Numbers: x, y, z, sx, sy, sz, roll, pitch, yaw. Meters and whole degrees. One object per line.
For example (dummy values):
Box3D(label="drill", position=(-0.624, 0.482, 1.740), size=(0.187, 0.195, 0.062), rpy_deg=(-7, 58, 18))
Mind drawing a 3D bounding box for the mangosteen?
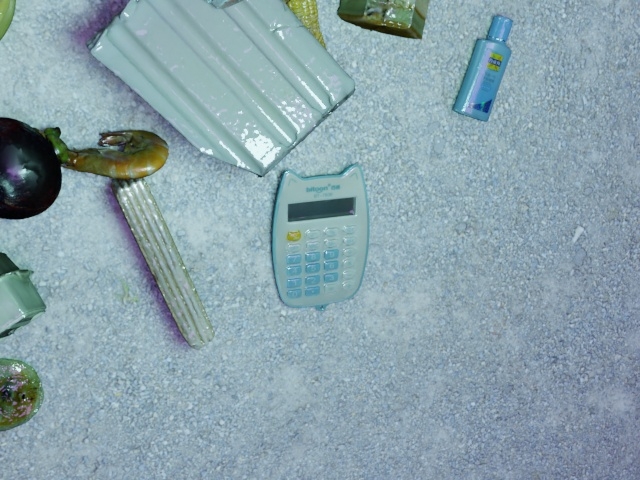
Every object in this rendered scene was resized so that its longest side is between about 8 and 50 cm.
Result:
Box3D(label="mangosteen", position=(-0.626, -0.155, 1.487), size=(0.216, 0.216, 0.216), rpy_deg=(-6, 108, -19))

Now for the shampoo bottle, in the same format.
Box3D(label="shampoo bottle", position=(0.421, -0.438, 1.863), size=(0.104, 0.061, 0.258), rpy_deg=(13, 101, -25))

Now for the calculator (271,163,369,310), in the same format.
Box3D(label="calculator", position=(0.000, 0.000, 1.841), size=(0.256, 0.054, 0.386), rpy_deg=(-7, 110, -19))

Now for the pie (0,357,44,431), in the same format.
Box3D(label="pie", position=(-0.729, 0.355, 1.678), size=(0.187, 0.041, 0.186), rpy_deg=(-6, 107, -19))

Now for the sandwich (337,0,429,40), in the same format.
Box3D(label="sandwich", position=(0.184, -0.546, 1.663), size=(0.228, 0.198, 0.155), rpy_deg=(7, 103, -22))

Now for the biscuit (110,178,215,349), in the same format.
Box3D(label="biscuit", position=(-0.355, 0.050, 1.673), size=(0.079, 0.144, 0.425), rpy_deg=(-26, 114, -13))

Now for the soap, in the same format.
Box3D(label="soap", position=(-0.196, -0.349, 1.521), size=(0.435, 0.213, 0.350), rpy_deg=(44, 83, -11))

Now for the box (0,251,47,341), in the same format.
Box3D(label="box", position=(-0.731, 0.151, 1.519), size=(0.291, 0.220, 0.166), rpy_deg=(-35, 93, -8))

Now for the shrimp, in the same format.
Box3D(label="shrimp", position=(-0.447, -0.187, 1.580), size=(0.249, 0.150, 0.068), rpy_deg=(-1, 134, -1))

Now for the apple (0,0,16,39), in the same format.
Box3D(label="apple", position=(-0.693, -0.458, 1.335), size=(0.279, 0.279, 0.279), rpy_deg=(-6, 108, -19))

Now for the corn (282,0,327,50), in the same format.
Box3D(label="corn", position=(-0.024, -0.430, 1.679), size=(0.101, 0.101, 0.291), rpy_deg=(-27, 117, -12))

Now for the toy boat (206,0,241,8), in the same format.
Box3D(label="toy boat", position=(-0.191, -0.507, 1.395), size=(0.096, 0.034, 0.122), rpy_deg=(-27, 90, -10))
